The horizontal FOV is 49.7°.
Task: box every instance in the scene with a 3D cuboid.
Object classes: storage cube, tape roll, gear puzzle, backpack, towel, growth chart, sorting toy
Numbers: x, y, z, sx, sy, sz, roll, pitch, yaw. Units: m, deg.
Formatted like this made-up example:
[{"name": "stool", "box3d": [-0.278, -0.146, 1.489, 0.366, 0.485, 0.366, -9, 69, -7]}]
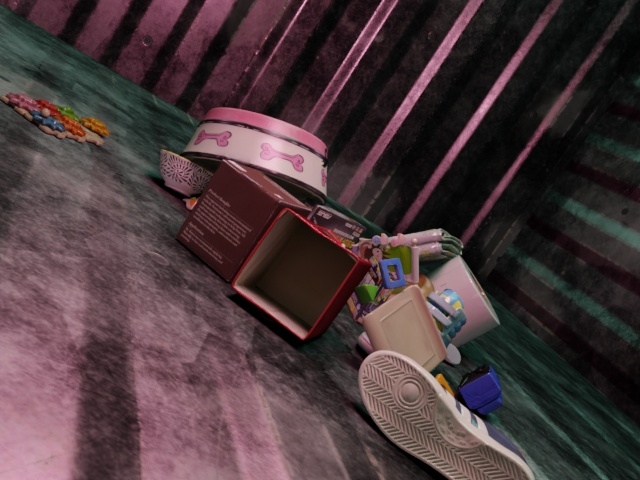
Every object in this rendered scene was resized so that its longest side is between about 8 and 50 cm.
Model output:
[{"name": "storage cube", "box3d": [-0.032, 0.070, 1.391, 0.184, 0.215, 0.193, 35, 3, 12]}, {"name": "tape roll", "box3d": [0.413, 0.189, 2.105, 0.246, 0.169, 0.246, 55, 13, -19]}, {"name": "gear puzzle", "box3d": [-0.635, -0.308, 1.761, 0.175, 0.044, 0.339, 35, 10, 12]}, {"name": "backpack", "box3d": [0.387, 0.359, 1.665, 0.101, 0.098, 0.120, 63, 12, 1]}, {"name": "towel", "box3d": [0.232, 0.039, 2.144, 0.320, 0.374, 0.090, 15, 66, -67]}, {"name": "growth chart", "box3d": [0.161, 0.062, 1.891, 0.237, 0.172, 0.021, -2, 23, 26]}, {"name": "sorting toy", "box3d": [-0.317, -0.093, 1.784, 0.075, 0.045, 0.083, 16, -5, 42]}, {"name": "sorting toy", "box3d": [0.173, 0.210, 1.457, 0.196, 0.047, 0.347, -25, 93, -46]}]

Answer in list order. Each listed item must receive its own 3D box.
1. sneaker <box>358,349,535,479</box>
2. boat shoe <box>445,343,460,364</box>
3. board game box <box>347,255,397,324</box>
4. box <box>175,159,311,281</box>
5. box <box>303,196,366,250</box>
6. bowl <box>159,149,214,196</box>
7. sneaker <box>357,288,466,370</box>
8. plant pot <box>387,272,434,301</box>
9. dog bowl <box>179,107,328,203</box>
[{"name": "sneaker", "box3d": [0.213, 0.327, 1.200, 0.350, 0.131, 0.148, 43, 5, 18]}, {"name": "boat shoe", "box3d": [0.330, 0.301, 1.906, 0.142, 0.049, 0.040, 34, -30, -28]}, {"name": "board game box", "box3d": [0.130, 0.131, 1.798, 0.048, 0.141, 0.170, 29, 11, -13]}, {"name": "box", "box3d": [-0.163, -0.036, 1.486, 0.168, 0.203, 0.167, 38, 10, 22]}, {"name": "box", "box3d": [0.000, 0.000, 1.903, 0.231, 0.183, 0.056, 23, 13, -48]}, {"name": "bowl", "box3d": [-0.357, -0.164, 1.803, 0.170, 0.080, 0.170, 26, -4, 2]}, {"name": "sneaker", "box3d": [0.222, 0.192, 1.599, 0.127, 0.208, 0.319, 40, 13, 31]}, {"name": "plant pot", "box3d": [0.211, 0.128, 2.002, 0.236, 0.032, 0.236, -3, 21, 1]}, {"name": "dog bowl", "box3d": [-0.161, -0.226, 1.860, 0.408, 0.150, 0.408, 16, -6, 2]}]
